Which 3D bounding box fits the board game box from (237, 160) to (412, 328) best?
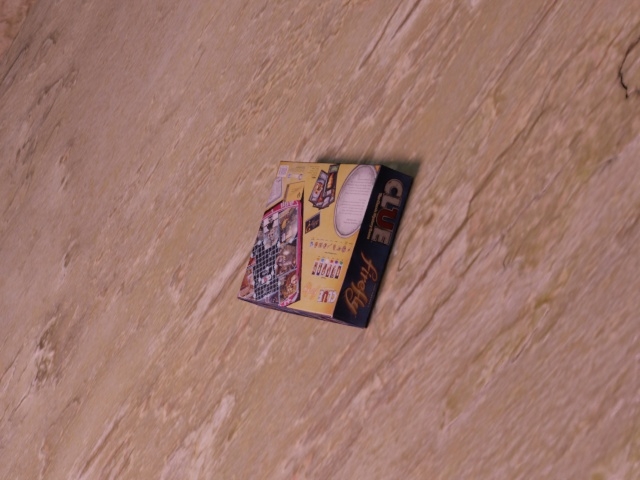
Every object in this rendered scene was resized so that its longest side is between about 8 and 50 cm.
[{"bbox_3d":[0.000,0.000,1.966,0.243,0.042,0.165,8,79,64],"label":"board game box"}]
